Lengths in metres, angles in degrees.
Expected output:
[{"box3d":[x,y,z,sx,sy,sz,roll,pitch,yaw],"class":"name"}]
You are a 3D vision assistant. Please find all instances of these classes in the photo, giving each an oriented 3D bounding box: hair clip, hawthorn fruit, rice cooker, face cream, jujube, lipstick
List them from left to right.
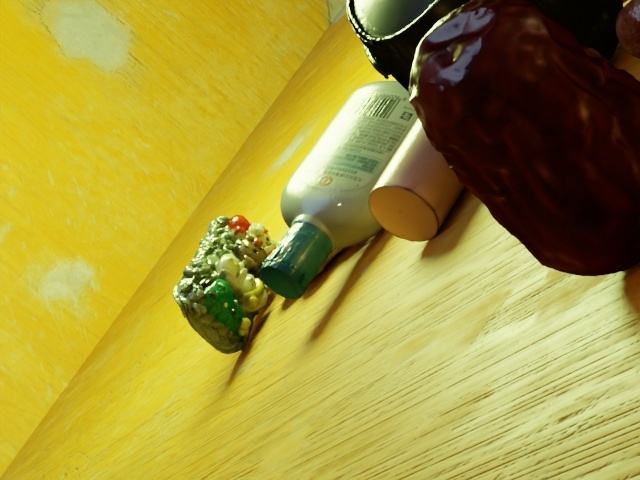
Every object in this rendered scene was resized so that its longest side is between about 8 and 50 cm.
[{"box3d":[-0.117,0.043,2.142,0.091,0.138,0.321,-35,15,17],"class":"hair clip"},{"box3d":[0.035,-0.067,1.901,0.163,0.080,0.336,10,53,35],"class":"face cream"},{"box3d":[0.163,-0.141,1.719,0.087,0.087,0.327,-35,18,54],"class":"lipstick"},{"box3d":[0.174,-0.241,1.565,0.267,0.224,0.267,-38,34,32],"class":"rice cooker"},{"box3d":[0.168,-0.076,1.091,0.155,0.230,0.155,-35,30,24],"class":"jujube"},{"box3d":[0.309,-0.192,1.358,0.067,0.067,0.103,-49,12,3],"class":"hawthorn fruit"}]

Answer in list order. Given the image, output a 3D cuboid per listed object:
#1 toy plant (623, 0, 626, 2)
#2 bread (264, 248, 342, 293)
[{"box3d":[0.342,-0.339,1.696,0.154,0.088,0.240,134,160,-77],"class":"toy plant"},{"box3d":[0.000,0.000,2.042,0.181,0.039,0.251,-56,12,-28],"class":"bread"}]
